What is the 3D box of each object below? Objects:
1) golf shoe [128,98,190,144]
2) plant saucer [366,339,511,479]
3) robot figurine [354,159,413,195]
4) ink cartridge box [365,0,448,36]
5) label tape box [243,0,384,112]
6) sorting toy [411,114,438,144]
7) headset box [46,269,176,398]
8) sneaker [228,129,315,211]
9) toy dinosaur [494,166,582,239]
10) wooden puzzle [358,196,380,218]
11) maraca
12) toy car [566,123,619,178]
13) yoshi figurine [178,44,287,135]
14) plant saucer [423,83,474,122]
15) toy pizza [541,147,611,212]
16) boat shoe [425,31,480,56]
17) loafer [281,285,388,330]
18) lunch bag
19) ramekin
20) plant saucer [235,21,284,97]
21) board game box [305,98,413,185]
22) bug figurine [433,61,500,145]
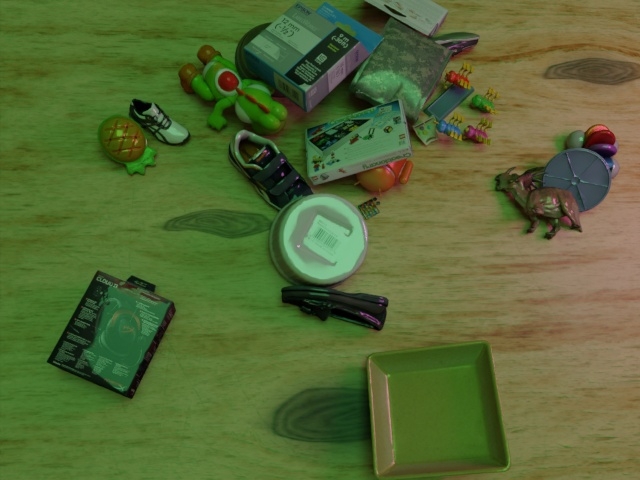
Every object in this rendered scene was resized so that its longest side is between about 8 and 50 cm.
[{"bbox_3d":[-0.478,-0.350,1.865,0.198,0.094,0.077,26,69,0],"label":"golf shoe"},{"bbox_3d":[0.298,0.443,1.636,0.333,0.081,0.332,-9,58,12],"label":"plant saucer"},{"bbox_3d":[0.183,-0.237,1.894,0.158,0.128,0.219,40,66,-30],"label":"robot figurine"},{"bbox_3d":[0.260,-0.756,2.070,0.275,0.060,0.239,31,47,4],"label":"ink cartridge box"},{"bbox_3d":[-0.015,-0.579,1.868,0.249,0.115,0.347,39,76,18],"label":"label tape box"},{"bbox_3d":[0.333,-0.341,1.996,0.083,0.045,0.075,-29,84,-16],"label":"sorting toy"},{"bbox_3d":[-0.528,0.231,1.648,0.218,0.110,0.293,22,70,0],"label":"headset box"},{"bbox_3d":[-0.142,-0.193,1.838,0.321,0.127,0.126,38,70,5],"label":"sneaker"},{"bbox_3d":[0.692,-0.126,1.928,0.296,0.127,0.200,16,63,-8],"label":"toy dinosaur"},{"bbox_3d":[0.146,-0.094,1.902,0.083,0.006,0.049,-28,77,-16],"label":"wooden puzzle"},{"bbox_3d":[-0.558,-0.276,1.830,0.127,0.099,0.185,-42,106,-10],"label":"maraca"},{"bbox_3d":[0.872,-0.281,1.992,0.159,0.136,0.181,9,70,-5],"label":"toy car"},{"bbox_3d":[-0.241,-0.424,1.907,0.362,0.203,0.203,37,35,19],"label":"yoshi figurine"},{"bbox_3d":[0.421,-0.459,2.058,0.067,0.018,0.192,44,72,9],"label":"plant saucer"},{"bbox_3d":[0.788,-0.186,1.956,0.202,0.032,0.201,4,104,18],"label":"toy pizza"},{"bbox_3d":[0.421,-0.642,2.097,0.228,0.068,0.081,-13,33,-16],"label":"boat shoe"},{"bbox_3d":[0.039,0.186,1.743,0.303,0.109,0.095,7,75,-8],"label":"loafer"},{"bbox_3d":[0.242,-0.505,1.972,0.235,0.169,0.287,29,66,3],"label":"lunch bag"},{"bbox_3d":[0.000,0.000,1.753,0.278,0.135,0.276,1,84,-10],"label":"ramekin"},{"bbox_3d":[-0.133,-0.586,2.019,0.278,0.041,0.277,2,72,-6],"label":"plant saucer"},{"bbox_3d":[0.107,-0.287,1.847,0.306,0.053,0.192,-15,54,16],"label":"board game box"},{"bbox_3d":[0.460,-0.410,2.001,0.216,0.072,0.278,23,67,-19],"label":"bug figurine"}]
